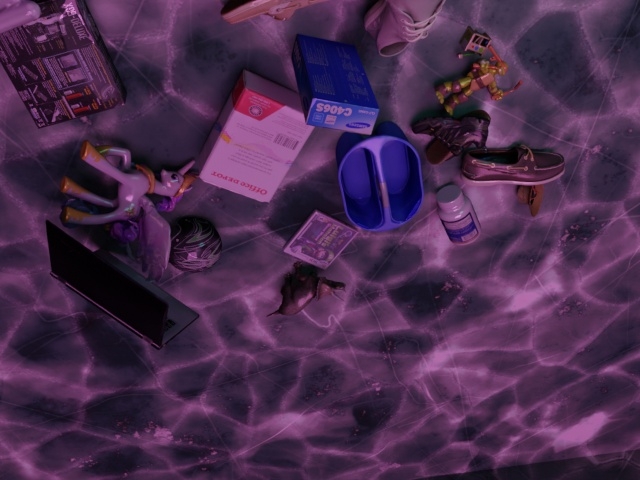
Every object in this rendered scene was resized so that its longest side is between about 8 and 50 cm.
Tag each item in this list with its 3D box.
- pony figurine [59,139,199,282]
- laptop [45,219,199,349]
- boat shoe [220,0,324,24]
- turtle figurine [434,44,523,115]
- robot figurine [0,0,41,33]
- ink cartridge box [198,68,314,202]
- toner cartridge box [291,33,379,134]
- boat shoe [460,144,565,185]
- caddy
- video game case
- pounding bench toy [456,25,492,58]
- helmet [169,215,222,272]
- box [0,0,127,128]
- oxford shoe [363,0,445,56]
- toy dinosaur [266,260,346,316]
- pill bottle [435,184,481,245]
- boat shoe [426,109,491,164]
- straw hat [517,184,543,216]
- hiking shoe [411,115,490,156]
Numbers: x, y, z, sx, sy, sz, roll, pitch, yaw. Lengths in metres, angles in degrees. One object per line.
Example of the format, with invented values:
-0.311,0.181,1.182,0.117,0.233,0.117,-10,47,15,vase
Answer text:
-0.531,-0.093,1.880,0.363,0.303,0.351,12,101,-40,pony figurine
-0.531,0.095,1.881,0.382,0.408,0.236,34,110,5,laptop
-0.095,-0.587,1.654,0.302,0.109,0.098,-22,128,1,boat shoe
0.427,-0.447,1.861,0.217,0.087,0.269,-26,158,20,turtle figurine
-0.723,-0.607,1.463,0.353,0.200,0.300,-21,101,8,robot figurine
-0.179,-0.284,1.870,0.226,0.131,0.306,20,125,-25,ink cartridge box
0.029,-0.395,1.674,0.165,0.347,0.075,6,129,-14,toner cartridge box
0.593,-0.237,2.058,0.324,0.116,0.096,-3,133,0,boat shoe
0.174,-0.181,1.986,0.241,0.179,0.341,-13,130,2,caddy
0.000,0.000,2.206,0.173,0.022,0.190,25,121,-27,video game case
0.415,-0.525,1.827,0.065,0.052,0.083,14,125,-21,pounding bench toy
-0.387,0.021,2.063,0.169,0.161,0.169,-5,130,-6,helmet
-0.659,-0.453,1.682,0.242,0.076,0.307,-15,130,2,box
0.218,-0.534,1.553,0.169,0.449,0.130,-22,93,-11,oxford shoe
-0.075,0.178,2.249,0.314,0.160,0.121,-30,127,14,toy dinosaur
0.438,-0.083,2.156,0.112,0.112,0.186,-24,129,10,pill bottle
0.412,-0.307,1.994,0.223,0.080,0.073,-40,168,29,boat shoe
0.669,-0.151,2.170,0.061,0.144,0.144,11,139,32,straw hat
0.368,-0.297,1.926,0.227,0.086,0.114,5,102,27,hiking shoe
